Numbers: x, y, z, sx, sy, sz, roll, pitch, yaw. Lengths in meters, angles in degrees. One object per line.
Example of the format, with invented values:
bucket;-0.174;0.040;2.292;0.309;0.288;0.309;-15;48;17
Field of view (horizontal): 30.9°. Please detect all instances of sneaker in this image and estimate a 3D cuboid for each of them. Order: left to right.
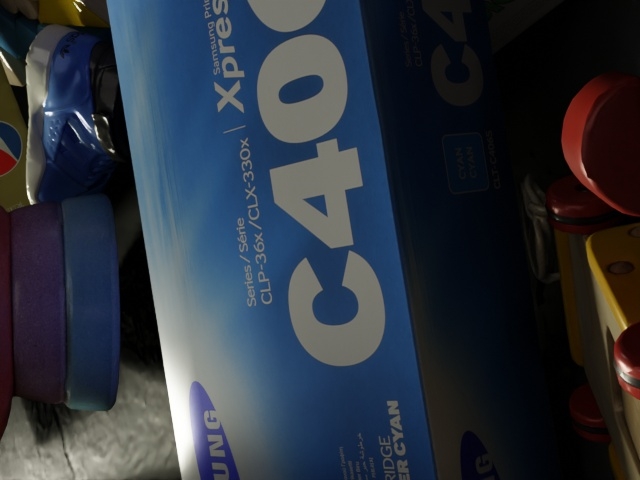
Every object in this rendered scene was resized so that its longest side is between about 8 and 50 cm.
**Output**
sneaker;-0.134;-0.055;0.723;0.085;0.058;0.152;20;127;17

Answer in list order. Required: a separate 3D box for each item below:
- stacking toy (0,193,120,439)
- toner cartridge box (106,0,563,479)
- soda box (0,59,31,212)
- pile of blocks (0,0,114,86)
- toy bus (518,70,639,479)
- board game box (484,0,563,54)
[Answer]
stacking toy;-0.155;0.138;0.717;0.279;0.130;0.308;120;145;-62
toner cartridge box;0.000;0.000;0.493;0.165;0.075;0.347;-11;88;49
soda box;-0.242;-0.093;0.784;0.061;0.058;0.181;32;143;48
pile of blocks;-0.196;-0.195;0.805;0.362;0.149;0.112;18;54;40
toy bus;0.134;0.039;0.361;0.104;0.191;0.202;-9;71;4
board game box;0.103;-0.215;0.483;0.305;0.053;0.193;-36;58;40
